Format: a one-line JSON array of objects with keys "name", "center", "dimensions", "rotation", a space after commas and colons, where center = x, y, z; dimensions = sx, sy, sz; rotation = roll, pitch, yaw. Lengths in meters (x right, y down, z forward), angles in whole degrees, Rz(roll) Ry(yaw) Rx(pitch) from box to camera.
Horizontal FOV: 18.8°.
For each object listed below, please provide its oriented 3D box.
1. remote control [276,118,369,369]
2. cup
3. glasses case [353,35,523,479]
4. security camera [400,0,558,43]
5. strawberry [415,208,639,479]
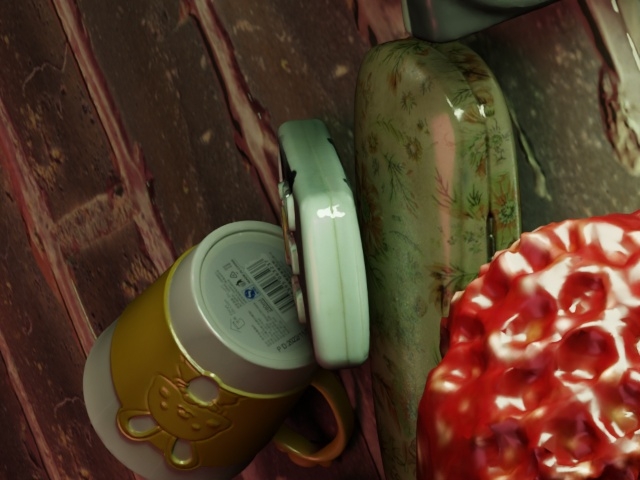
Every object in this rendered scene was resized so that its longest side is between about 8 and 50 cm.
[{"name": "remote control", "center": [0.000, 0.000, 1.503], "dimensions": [0.296, 0.056, 0.140], "rotation": [-105, 7, -74]}, {"name": "cup", "center": [-0.068, 0.113, 1.721], "dimensions": [0.241, 0.185, 0.226], "rotation": [33, 140, -6]}, {"name": "glasses case", "center": [0.094, 0.052, 1.472], "dimensions": [0.156, 0.098, 0.425], "rotation": [-142, 42, -58]}, {"name": "security camera", "center": [0.065, -0.266, 1.271], "dimensions": [0.277, 0.197, 0.191], "rotation": [35, 143, 56]}, {"name": "strawberry", "center": [0.216, 0.163, 1.131], "dimensions": [0.345, 0.295, 0.317], "rotation": [-130, 46, -63]}]
